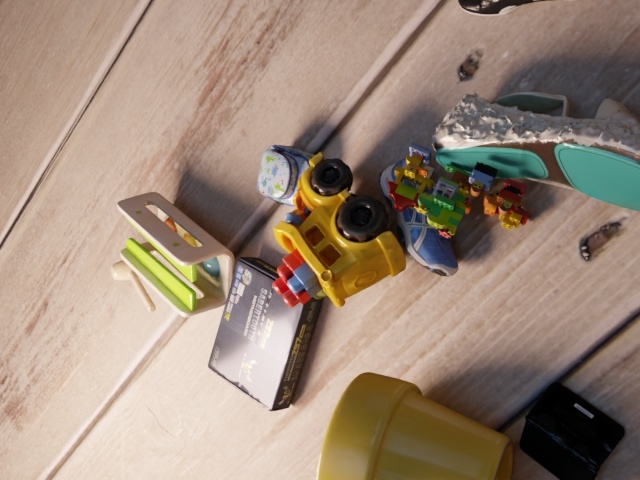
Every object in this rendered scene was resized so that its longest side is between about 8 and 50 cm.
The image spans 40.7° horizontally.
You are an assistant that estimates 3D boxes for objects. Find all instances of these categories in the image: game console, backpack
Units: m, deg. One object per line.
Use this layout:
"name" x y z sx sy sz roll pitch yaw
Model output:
"game console" 0.358 0.284 1.234 0.122 0.071 0.107 35 82 34
"backpack" -0.053 -0.111 1.531 0.114 0.084 0.105 21 106 35

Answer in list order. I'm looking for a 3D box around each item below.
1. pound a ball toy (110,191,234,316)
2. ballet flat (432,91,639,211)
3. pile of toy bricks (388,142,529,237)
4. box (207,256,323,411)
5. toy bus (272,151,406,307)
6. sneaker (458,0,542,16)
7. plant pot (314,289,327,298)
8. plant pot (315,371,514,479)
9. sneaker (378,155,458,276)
"pound a ball toy" -0.295 0.042 1.714 0.319 0.136 0.208 35 132 42
"ballet flat" 0.337 -0.142 1.182 0.409 0.147 0.146 16 100 38
"pile of toy bricks" 0.193 -0.054 1.259 0.212 0.118 0.105 24 75 15
"box" -0.104 0.170 1.589 0.183 0.059 0.232 27 107 36
"toy bus" 0.000 0.000 1.392 0.211 0.149 0.220 -35 62 -4
"sneaker" 0.271 -0.380 1.235 0.217 0.121 0.079 1 90 40
"plant pot" 0.030 0.058 1.472 0.079 0.083 0.083 -4 87 28
"plant pot" 0.150 0.341 1.272 0.239 0.254 0.253 9 96 24
"sneaker" 0.164 -0.042 1.351 0.081 0.080 0.211 -39 66 35
